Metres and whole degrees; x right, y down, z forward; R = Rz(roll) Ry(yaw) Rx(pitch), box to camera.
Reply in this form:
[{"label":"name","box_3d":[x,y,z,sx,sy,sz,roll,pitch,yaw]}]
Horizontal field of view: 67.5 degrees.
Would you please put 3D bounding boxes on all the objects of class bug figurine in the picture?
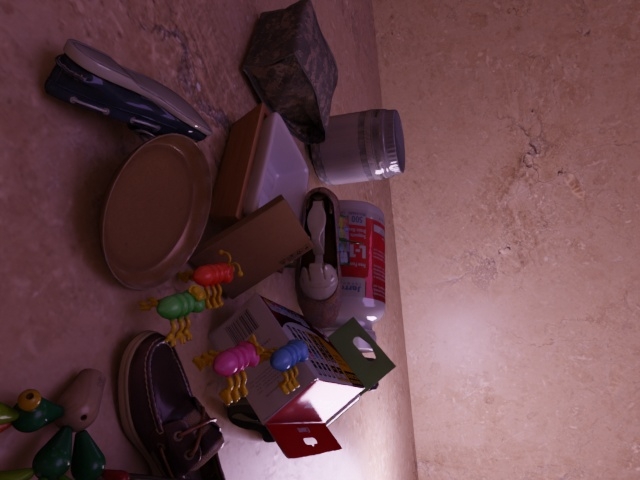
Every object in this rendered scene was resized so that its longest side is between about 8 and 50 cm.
[{"label":"bug figurine","box_3d":[-0.139,0.128,0.750,0.279,0.072,0.216,43,23,14]}]

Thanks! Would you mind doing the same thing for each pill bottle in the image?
[{"label":"pill bottle","box_3d":[0.071,0.108,1.371,0.229,0.229,0.407,43,46,-63]}]

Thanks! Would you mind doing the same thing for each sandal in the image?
[{"label":"sandal","box_3d":[-0.091,0.370,1.029,0.302,0.120,0.086,59,21,-51]}]

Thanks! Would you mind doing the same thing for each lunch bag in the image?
[{"label":"lunch bag","box_3d":[-0.054,-0.413,1.226,0.287,0.169,0.235,55,35,-48]}]

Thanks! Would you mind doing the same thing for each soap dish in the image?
[{"label":"soap dish","box_3d":[-0.125,-0.107,1.026,0.229,0.118,0.290,59,32,-53]}]

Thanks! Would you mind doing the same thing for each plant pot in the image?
[{"label":"plant pot","box_3d":[-0.242,-0.043,0.710,0.236,0.033,0.236,17,90,-72]}]

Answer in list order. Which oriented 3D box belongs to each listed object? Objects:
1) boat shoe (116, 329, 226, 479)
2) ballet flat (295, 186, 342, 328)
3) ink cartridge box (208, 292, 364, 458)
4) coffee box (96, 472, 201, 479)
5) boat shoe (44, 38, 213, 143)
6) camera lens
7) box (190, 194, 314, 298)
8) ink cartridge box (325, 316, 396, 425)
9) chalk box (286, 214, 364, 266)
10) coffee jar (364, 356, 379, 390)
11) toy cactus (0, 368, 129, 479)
[{"label":"boat shoe","box_3d":[-0.197,0.294,0.716,0.123,0.123,0.341,-35,118,-68]},{"label":"ballet flat","box_3d":[-0.008,0.033,1.040,0.106,0.108,0.315,62,25,-80]},{"label":"ink cartridge box","box_3d":[-0.035,0.275,0.962,0.271,0.130,0.309,50,4,27]},{"label":"coffee box","box_3d":[-0.228,0.419,0.574,0.098,0.141,0.246,51,38,-58]},{"label":"boat shoe","box_3d":[-0.259,-0.188,0.684,0.095,0.079,0.255,46,14,22]},{"label":"camera lens","box_3d":[0.115,-0.293,1.516,0.219,0.275,0.219,-4,90,-71]},{"label":"box","box_3d":[-0.124,0.018,0.910,0.021,0.201,0.164,57,-2,39]},{"label":"ink cartridge box","box_3d":[0.041,0.312,1.157,0.171,0.235,0.056,48,-11,21]},{"label":"chalk box","box_3d":[0.000,0.000,1.214,0.132,0.213,0.131,10,76,-71]},{"label":"coffee jar","box_3d":[0.076,0.387,1.390,0.079,0.185,0.096,0,87,-71]},{"label":"toy cactus","box_3d":[-0.284,0.218,0.533,0.219,0.112,0.180,53,19,-29]}]
